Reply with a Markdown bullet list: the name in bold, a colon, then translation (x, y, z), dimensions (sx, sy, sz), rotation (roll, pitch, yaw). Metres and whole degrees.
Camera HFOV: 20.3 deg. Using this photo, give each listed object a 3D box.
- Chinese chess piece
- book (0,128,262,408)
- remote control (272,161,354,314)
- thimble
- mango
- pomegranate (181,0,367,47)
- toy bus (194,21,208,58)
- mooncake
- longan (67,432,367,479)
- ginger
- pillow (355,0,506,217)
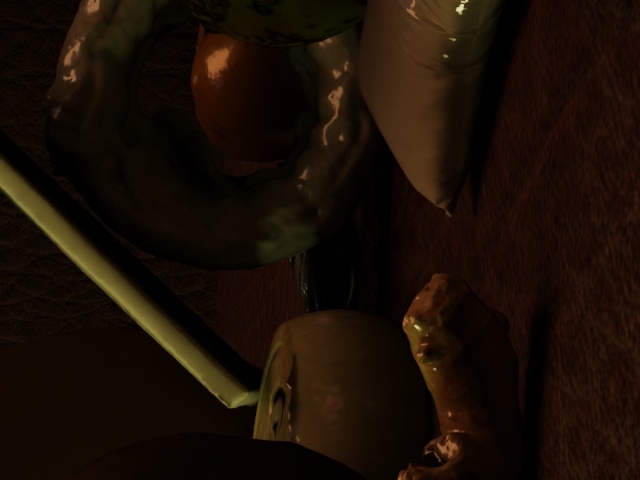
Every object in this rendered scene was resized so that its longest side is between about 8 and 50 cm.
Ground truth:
- **Chinese chess piece**: translation (0.009, 0.174, 1.283), dimensions (0.250, 0.101, 0.250), rotation (-175, 90, -82)
- **book**: translation (-0.188, -0.001, 1.442), dimensions (0.031, 0.379, 0.264), rotation (-46, -6, -3)
- **remote control**: translation (0.000, 0.000, 1.656), dimensions (0.266, 0.066, 0.090), rotation (-109, 10, -62)
- **thimble**: translation (-0.090, -0.114, 1.486), dimensions (0.195, 0.291, 0.292), rotation (160, 114, -83)
- **mango**: translation (-0.046, -0.143, 1.699), dimensions (0.221, 0.151, 0.120), rotation (89, 180, -69)
- **pomegranate**: translation (0.001, -0.243, 1.308), dimensions (0.276, 0.222, 0.204), rotation (19, -127, -59)
- **toy bus**: translation (-0.060, -0.229, 1.920), dimensions (0.275, 0.138, 0.167), rotation (-116, 32, -73)
- **mooncake**: translation (-0.200, 0.303, 1.555), dimensions (0.467, 0.467, 0.262), rotation (-95, 2, -52)
- **longan**: translation (-0.063, 0.253, 1.047), dimensions (0.297, 0.297, 0.297), rotation (-176, 90, -83)
- **ginger**: translation (0.069, 0.160, 0.919), dimensions (0.089, 0.075, 0.288), rotation (-2, -84, -56)
- **pillow**: translation (0.073, -0.147, 1.051), dimensions (0.254, 0.078, 0.144), rotation (101, 160, -48)
